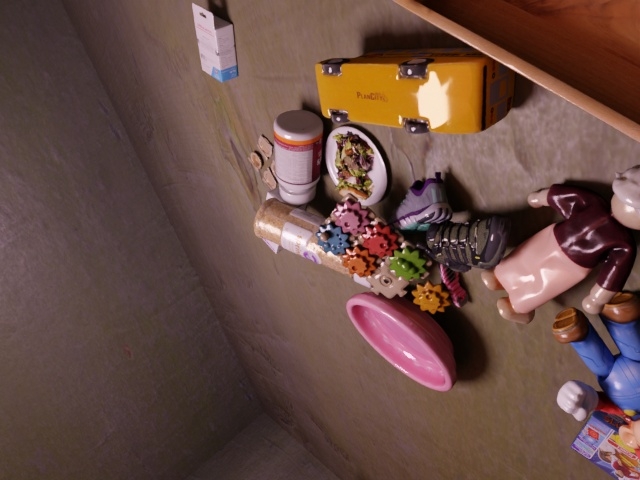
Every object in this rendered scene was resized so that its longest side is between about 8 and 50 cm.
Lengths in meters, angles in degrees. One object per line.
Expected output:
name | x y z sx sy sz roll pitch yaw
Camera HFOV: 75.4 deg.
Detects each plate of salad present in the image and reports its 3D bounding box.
plate of salad | 0.074 -0.169 0.982 0.199 0.048 0.200 37 144 32

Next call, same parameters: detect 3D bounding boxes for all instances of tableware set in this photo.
tableware set | -0.168 -0.237 1.295 0.141 0.020 0.168 56 150 1

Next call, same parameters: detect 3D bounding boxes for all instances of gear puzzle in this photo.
gear puzzle | 0.140 0.059 0.921 0.339 0.044 0.175 39 129 -1

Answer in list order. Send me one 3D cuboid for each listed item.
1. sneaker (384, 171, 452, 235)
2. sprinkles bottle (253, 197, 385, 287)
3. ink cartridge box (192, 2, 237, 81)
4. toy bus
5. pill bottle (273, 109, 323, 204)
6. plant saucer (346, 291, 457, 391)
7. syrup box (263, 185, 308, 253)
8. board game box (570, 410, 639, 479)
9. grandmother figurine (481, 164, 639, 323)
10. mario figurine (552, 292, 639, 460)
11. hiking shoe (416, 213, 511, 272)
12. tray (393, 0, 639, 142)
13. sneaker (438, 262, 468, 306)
sneaker | 0.203 -0.071 0.889 0.223 0.083 0.098 154 116 -66
sprinkles bottle | 0.000 0.000 1.086 0.355 0.121 0.121 23 139 20
ink cartridge box | -0.286 -0.545 1.134 0.104 0.060 0.180 40 146 28
toy bus | 0.141 -0.264 0.711 0.332 0.130 0.108 24 137 43
pill bottle | -0.057 -0.207 1.061 0.121 0.121 0.221 39 146 28
plant saucer | 0.216 0.246 1.076 0.332 0.084 0.332 39 160 17
syrup box | -0.120 -0.069 1.310 0.096 0.093 0.237 47 149 15
board game box | 0.603 0.422 0.785 0.201 0.035 0.136 32 142 36
grandmother figurine | 0.392 0.002 0.637 0.208 0.103 0.342 62 151 20
mario figurine | 0.507 0.245 0.628 0.321 0.170 0.198 57 148 3
hiking shoe | 0.256 0.005 0.768 0.114 0.086 0.227 17 161 -3
tray | 0.299 -0.275 0.460 0.411 0.076 0.203 44 122 23
sneaker | 0.286 0.094 0.933 0.057 0.047 0.120 9 125 66
